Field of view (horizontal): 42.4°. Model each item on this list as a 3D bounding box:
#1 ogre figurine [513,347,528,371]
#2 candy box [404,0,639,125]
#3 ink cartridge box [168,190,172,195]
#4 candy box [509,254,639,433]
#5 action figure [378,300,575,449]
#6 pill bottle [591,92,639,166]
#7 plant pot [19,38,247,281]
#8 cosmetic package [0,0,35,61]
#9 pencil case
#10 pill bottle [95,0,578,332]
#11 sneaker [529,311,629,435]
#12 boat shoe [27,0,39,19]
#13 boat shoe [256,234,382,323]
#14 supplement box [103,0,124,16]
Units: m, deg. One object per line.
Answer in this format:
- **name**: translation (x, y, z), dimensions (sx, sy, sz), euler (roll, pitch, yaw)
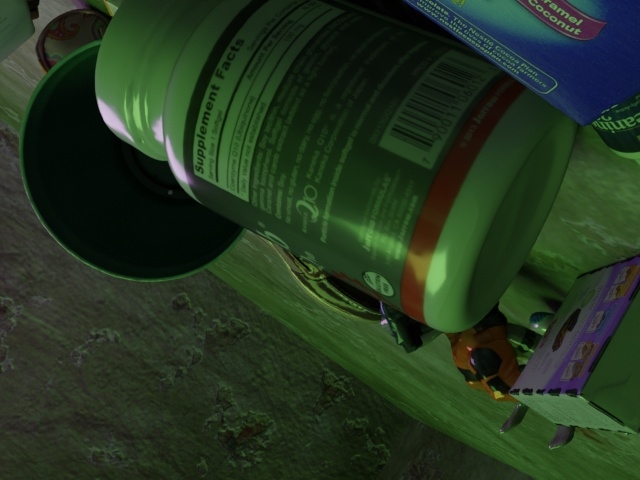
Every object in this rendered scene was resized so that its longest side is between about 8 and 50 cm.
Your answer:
- **ogre figurine**: translation (0.274, 0.173, 1.341), dimensions (0.197, 0.096, 0.118), euler (21, 156, 1)
- **candy box**: translation (0.082, -0.198, 0.280), dimensions (0.268, 0.122, 0.317), euler (34, 169, -2)
- **ink cartridge box**: translation (-0.255, -0.053, 1.583), dimensions (0.069, 0.175, 0.371), euler (32, 168, 5)
- **candy box**: translation (0.293, 0.108, 0.854), dimensions (0.070, 0.164, 0.196), euler (33, 168, 1)
- **action figure**: translation (0.189, 0.101, 1.091), dimensions (0.330, 0.179, 0.341), euler (53, -176, 2)
- **pill bottle**: translation (0.200, -0.094, 0.522), dimensions (0.120, 0.067, 0.067), euler (40, 166, -32)
- **plant pot**: translation (-0.204, -0.115, 1.056), dimensions (0.293, 0.293, 0.196), euler (34, -166, -5)
- **cosmetic package**: translation (-0.549, -0.299, 0.863), dimensions (0.329, 0.327, 0.394), euler (46, 166, -6)
- **pencil case**: translation (-0.313, -0.223, 1.214), dimensions (0.124, 0.124, 0.284), euler (30, 169, 11)
- **pill bottle**: translation (0.004, -0.092, 0.687), dimensions (0.363, 0.210, 0.210), euler (28, 167, 24)
- **sneaker**: translation (0.367, 0.177, 1.118), dimensions (0.229, 0.092, 0.087), euler (37, 169, -15)
- **boat shoe**: translation (-0.465, -0.365, 1.159), dimensions (0.207, 0.073, 0.073), euler (21, 127, 31)
- **boat shoe**: translation (0.000, 0.000, 1.284), dimensions (0.342, 0.123, 0.123), euler (44, 161, -4)
- **supplement box**: translation (-0.169, -0.246, 0.869), dimensions (0.098, 0.062, 0.036), euler (32, 167, 8)
